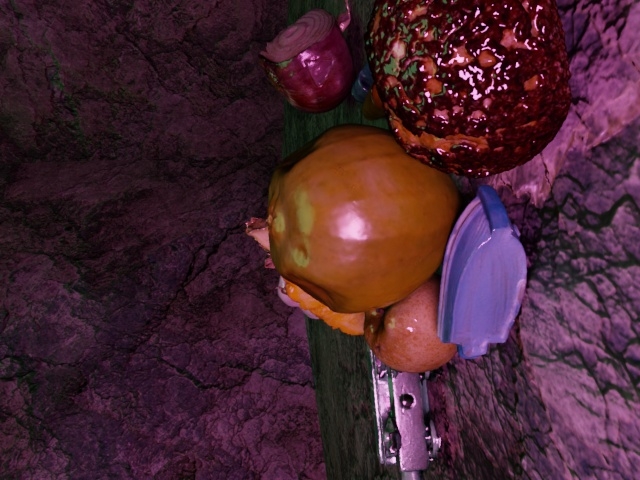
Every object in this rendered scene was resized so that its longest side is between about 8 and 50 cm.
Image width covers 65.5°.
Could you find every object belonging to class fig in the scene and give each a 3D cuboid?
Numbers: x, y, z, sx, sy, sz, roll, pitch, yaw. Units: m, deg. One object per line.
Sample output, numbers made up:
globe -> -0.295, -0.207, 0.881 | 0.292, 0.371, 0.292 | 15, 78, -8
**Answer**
fig -> 0.066, -0.029, 0.631 | 0.239, 0.270, 0.240 | 173, 90, -73

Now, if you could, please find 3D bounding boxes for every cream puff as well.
cream puff -> 0.134, -0.174, 0.493 | 0.239, 0.164, 0.239 | -18, -90, -81

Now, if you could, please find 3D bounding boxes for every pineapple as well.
pineapple -> 0.020, -0.030, 0.894 | 0.209, 0.286, 0.344 | -82, 15, -54

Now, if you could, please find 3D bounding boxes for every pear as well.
pear -> 0.137, 0.117, 0.756 | 0.167, 0.136, 0.167 | -172, 90, -68

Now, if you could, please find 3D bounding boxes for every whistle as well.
whistle -> 0.120, -0.345, 0.968 | 0.304, 0.062, 0.062 | 160, 106, -81

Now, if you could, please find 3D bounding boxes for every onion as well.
onion -> -0.016, -0.454, 1.325 | 0.230, 0.272, 0.256 | 59, -160, -44

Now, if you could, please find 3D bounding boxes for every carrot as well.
carrot -> 0.115, -0.273, 1.009 | 0.205, 0.072, 0.072 | -166, 73, -83

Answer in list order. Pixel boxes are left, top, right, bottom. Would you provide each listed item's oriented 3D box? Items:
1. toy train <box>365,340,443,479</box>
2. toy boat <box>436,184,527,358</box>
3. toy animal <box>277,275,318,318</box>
toy train -> 0.151, 0.272, 0.867 | 0.154, 0.115, 0.270 | 89, 176, -80
toy boat -> 0.186, 0.035, 0.609 | 0.102, 0.088, 0.215 | -102, 11, -60
toy animal -> 0.010, 0.002, 1.210 | 0.196, 0.241, 0.368 | -147, 54, -77
